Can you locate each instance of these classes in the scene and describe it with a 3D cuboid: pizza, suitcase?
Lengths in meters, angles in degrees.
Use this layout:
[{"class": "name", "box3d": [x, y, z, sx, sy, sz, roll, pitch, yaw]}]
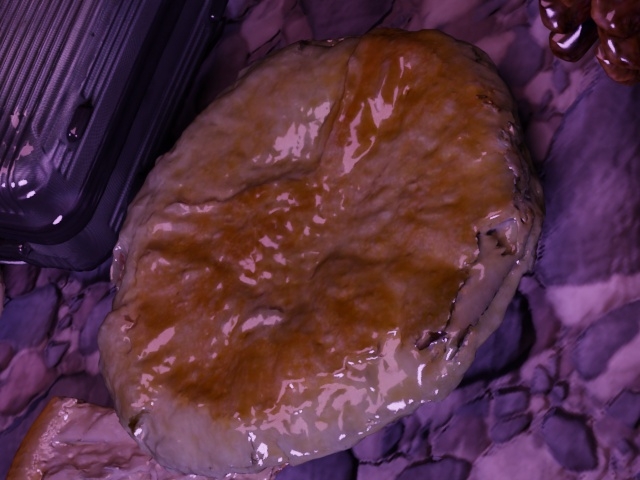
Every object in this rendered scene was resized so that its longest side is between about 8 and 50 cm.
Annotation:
[{"class": "pizza", "box3d": [-0.100, 0.172, 1.112, 0.262, 0.034, 0.181, -6, 62, 35]}, {"class": "suitcase", "box3d": [-0.186, -0.136, 1.248, 0.202, 0.128, 0.312, 8, 65, 30]}]

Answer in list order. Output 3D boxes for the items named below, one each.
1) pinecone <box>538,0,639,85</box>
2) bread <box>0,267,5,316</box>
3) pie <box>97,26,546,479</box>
[{"class": "pinecone", "box3d": [0.195, -0.163, 0.969, 0.212, 0.168, 0.186, 4, 71, 39]}, {"class": "bread", "box3d": [-0.341, 0.059, 1.348, 0.316, 0.054, 0.316, -19, 56, 30]}, {"class": "pie", "box3d": [0.000, 0.000, 1.091, 0.306, 0.071, 0.306, -16, 56, 24]}]
